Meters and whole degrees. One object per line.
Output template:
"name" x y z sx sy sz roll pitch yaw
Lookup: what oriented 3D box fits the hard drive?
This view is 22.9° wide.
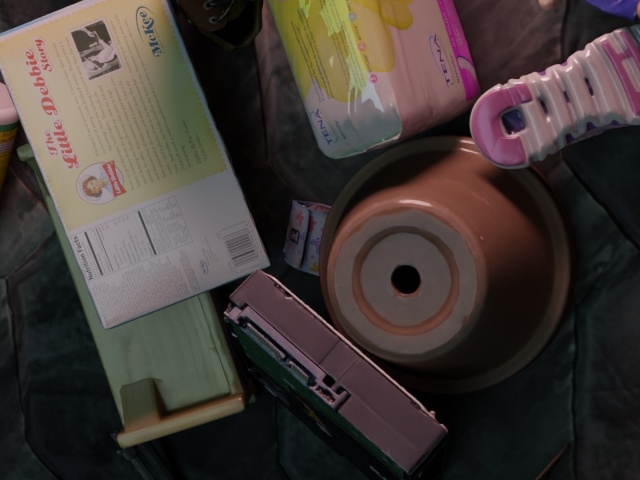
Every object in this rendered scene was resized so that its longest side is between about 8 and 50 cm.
"hard drive" 0.020 0.159 1.573 0.237 0.339 0.064 40 80 14

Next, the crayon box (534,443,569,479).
"crayon box" 0.175 0.381 1.603 0.083 0.203 0.323 34 115 15

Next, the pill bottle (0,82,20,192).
"pill bottle" -0.426 -0.082 1.842 0.117 0.117 0.208 28 113 18

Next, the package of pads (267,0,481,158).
"package of pads" 0.039 -0.238 1.509 0.101 0.229 0.296 -17 95 29

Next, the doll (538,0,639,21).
"doll" 0.251 -0.268 1.484 0.189 0.046 0.129 33 89 34

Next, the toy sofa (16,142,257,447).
"toy sofa" -0.196 0.033 1.756 0.150 0.177 0.362 -18 94 4

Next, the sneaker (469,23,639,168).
"sneaker" 0.256 -0.138 1.507 0.236 0.104 0.095 -19 89 6

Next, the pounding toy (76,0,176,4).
"pounding toy" -0.240 -0.346 1.690 0.183 0.110 0.237 -6 100 27

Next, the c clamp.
"c clamp" -0.191 0.267 1.792 0.022 0.137 0.160 -33 112 3

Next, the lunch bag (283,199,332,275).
"lunch bag" 0.000 0.000 1.686 0.083 0.053 0.071 19 105 26

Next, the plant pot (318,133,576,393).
"plant pot" 0.103 0.031 1.512 0.263 0.229 0.263 1 95 16

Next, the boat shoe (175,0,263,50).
"boat shoe" -0.099 -0.266 1.547 0.111 0.307 0.104 -32 83 2

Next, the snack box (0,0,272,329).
"snack box" -0.193 -0.090 1.627 0.187 0.060 0.322 -21 94 1
